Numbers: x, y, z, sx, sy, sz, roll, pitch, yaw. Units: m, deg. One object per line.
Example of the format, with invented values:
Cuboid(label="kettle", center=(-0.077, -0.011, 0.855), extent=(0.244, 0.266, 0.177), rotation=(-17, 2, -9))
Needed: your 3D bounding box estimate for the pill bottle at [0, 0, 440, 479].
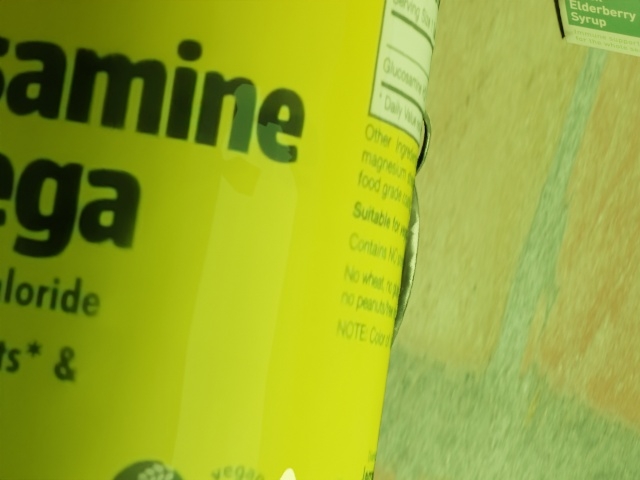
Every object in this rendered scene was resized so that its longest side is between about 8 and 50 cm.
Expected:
Cuboid(label="pill bottle", center=(-0.063, -0.037, 0.557), extent=(0.188, 0.188, 0.334), rotation=(18, 79, -62))

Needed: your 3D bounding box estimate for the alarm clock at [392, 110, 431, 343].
Cuboid(label="alarm clock", center=(0.000, 0.000, 0.835), extent=(0.192, 0.064, 0.129), rotation=(-46, 140, -39))

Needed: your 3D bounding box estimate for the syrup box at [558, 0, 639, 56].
Cuboid(label="syrup box", center=(0.230, -0.215, 1.116), extent=(0.237, 0.093, 0.096), rotation=(-55, 146, -33))
